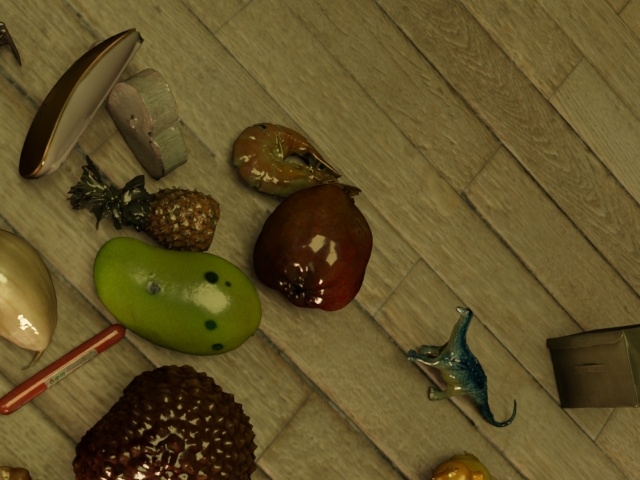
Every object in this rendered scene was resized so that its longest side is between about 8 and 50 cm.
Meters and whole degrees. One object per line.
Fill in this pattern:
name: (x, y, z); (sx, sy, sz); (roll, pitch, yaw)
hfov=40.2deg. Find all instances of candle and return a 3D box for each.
candle: (-0.302, -0.209, 1.496); (0.068, 0.192, 0.168); (-32, 49, -27)

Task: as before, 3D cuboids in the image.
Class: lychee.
lychee: (-0.229, 0.332, 1.345); (0.267, 0.267, 0.267); (5, 77, -23)

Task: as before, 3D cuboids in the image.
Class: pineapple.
pineapple: (-0.301, -0.053, 1.479); (0.251, 0.125, 0.125); (18, 72, -14)

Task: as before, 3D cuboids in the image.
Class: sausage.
sausage: (-0.414, 0.204, 1.411); (0.253, 0.034, 0.034); (-35, 94, -25)

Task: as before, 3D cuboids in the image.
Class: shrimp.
shrimp: (-0.040, -0.135, 1.641); (0.267, 0.061, 0.145); (18, 63, -18)

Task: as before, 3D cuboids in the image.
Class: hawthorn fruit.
hawthorn fruit: (0.000, 0.000, 1.565); (0.208, 0.208, 0.248); (37, 50, -13)

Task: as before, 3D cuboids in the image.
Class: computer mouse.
computer mouse: (-0.405, -0.236, 1.445); (0.072, 0.158, 0.310); (39, 66, -27)

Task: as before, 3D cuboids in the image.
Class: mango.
mango: (-0.238, 0.093, 1.454); (0.293, 0.143, 0.175); (23, 89, -12)

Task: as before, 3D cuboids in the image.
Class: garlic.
garlic: (-0.503, 0.076, 1.362); (0.245, 0.145, 0.164); (42, 98, -12)

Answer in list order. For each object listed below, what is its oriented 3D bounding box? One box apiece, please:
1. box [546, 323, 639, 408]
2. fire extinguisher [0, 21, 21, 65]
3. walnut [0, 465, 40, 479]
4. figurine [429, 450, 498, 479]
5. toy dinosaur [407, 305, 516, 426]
box: (0.589, 0.249, 1.741); (0.155, 0.231, 0.149); (-6, 82, -25)
fire extinguisher: (-0.614, -0.353, 1.434); (0.252, 0.106, 0.075); (11, 36, -23)
walnut: (-0.479, 0.427, 1.316); (0.143, 0.069, 0.170); (-15, 87, -27)
figurine: (0.302, 0.475, 1.628); (0.246, 0.131, 0.156); (22, 37, -17)
toy dinosaur: (0.259, 0.245, 1.648); (0.363, 0.147, 0.076); (63, 36, -36)
